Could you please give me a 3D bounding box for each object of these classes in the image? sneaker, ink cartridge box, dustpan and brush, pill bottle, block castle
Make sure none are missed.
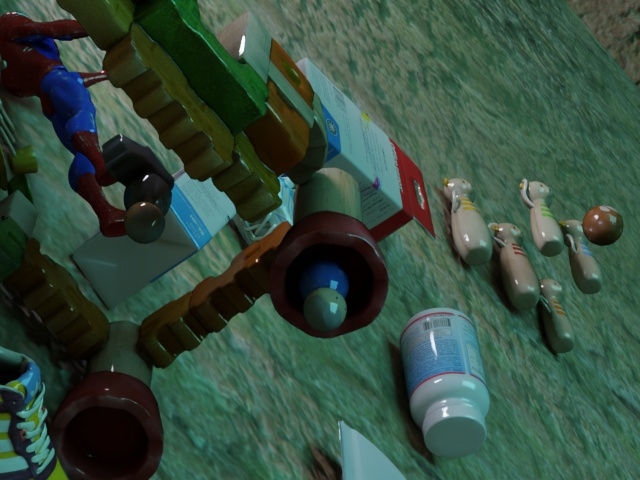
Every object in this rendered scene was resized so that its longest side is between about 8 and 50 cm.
[{"bbox_3d":[-0.212,0.128,1.255,0.185,0.084,0.069,49,22,-19],"label":"sneaker"},{"bbox_3d":[0.031,-0.086,2.110,0.231,0.078,0.134,42,26,-35],"label":"ink cartridge box"},{"bbox_3d":[-0.133,-0.016,1.609,0.060,0.104,0.180,55,21,-6],"label":"ink cartridge box"},{"bbox_3d":[-0.043,-0.001,1.845,0.190,0.071,0.083,49,28,-19],"label":"sneaker"},{"bbox_3d":[0.073,0.280,1.729,0.211,0.060,0.147,37,29,-28],"label":"dustpan and brush"},{"bbox_3d":[0.135,0.155,1.984,0.087,0.087,0.160,43,25,-33],"label":"pill bottle"},{"bbox_3d":[-0.183,-0.062,1.295,0.453,0.303,0.213,50,16,-19],"label":"block castle"}]

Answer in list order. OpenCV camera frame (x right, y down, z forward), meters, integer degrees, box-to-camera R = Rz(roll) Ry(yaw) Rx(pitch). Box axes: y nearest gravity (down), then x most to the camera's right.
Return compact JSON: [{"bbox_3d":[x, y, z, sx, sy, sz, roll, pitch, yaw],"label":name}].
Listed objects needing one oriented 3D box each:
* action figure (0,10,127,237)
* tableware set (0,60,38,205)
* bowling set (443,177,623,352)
[{"bbox_3d":[-0.183,-0.125,1.557,0.280,0.139,0.091,49,-33,40],"label":"action figure"},{"bbox_3d":[-0.258,-0.094,1.484,0.154,0.024,0.104,53,-30,43],"label":"tableware set"},{"bbox_3d":[0.316,-0.002,2.476,0.287,0.200,0.154,47,22,-36],"label":"bowling set"}]
